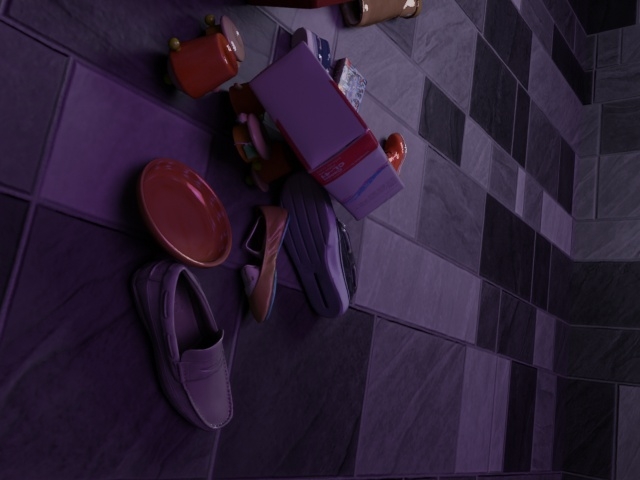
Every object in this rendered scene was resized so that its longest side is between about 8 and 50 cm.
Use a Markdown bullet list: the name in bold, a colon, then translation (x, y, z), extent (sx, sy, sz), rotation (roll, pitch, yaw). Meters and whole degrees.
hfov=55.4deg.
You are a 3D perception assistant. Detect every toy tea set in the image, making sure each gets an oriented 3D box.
- **toy tea set**: translation (-0.169, -0.230, 1.104), extent (0.200, 0.124, 0.335), rotation (-76, 145, -67)

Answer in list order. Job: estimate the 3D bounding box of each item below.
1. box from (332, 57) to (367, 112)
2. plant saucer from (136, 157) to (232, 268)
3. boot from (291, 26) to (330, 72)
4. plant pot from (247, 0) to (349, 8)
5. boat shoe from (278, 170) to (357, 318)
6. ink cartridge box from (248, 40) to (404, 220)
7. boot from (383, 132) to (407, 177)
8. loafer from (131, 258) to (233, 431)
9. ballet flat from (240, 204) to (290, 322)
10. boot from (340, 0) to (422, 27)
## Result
- **box**: translation (0.059, -0.343, 1.424), extent (0.094, 0.027, 0.136), rotation (36, 62, -43)
- **plant saucer**: translation (-0.226, -0.041, 1.002), extent (0.200, 0.037, 0.199), rotation (44, 30, -34)
- **boot**: translation (-0.013, -0.353, 1.302), extent (0.086, 0.069, 0.189), rotation (7, 82, -48)
- **plant pot**: translation (-0.028, -0.573, 1.149), extent (0.267, 0.267, 0.235), rotation (-32, 129, -39)
- **boat shoe**: translation (0.000, 0.000, 1.287), extent (0.119, 0.121, 0.334), rotation (-50, 135, -52)
- **ink cartridge box**: translation (0.022, -0.189, 1.143), extent (0.226, 0.131, 0.306), rotation (56, 6, 23)
- **boot**: translation (0.168, -0.207, 1.532), extent (0.085, 0.059, 0.157), rotation (23, 72, -43)
- **loafer**: translation (-0.210, 0.181, 1.002), extent (0.112, 0.112, 0.319), rotation (-39, 118, -44)
- **ballet flat**: translation (-0.117, 0.040, 1.172), extent (0.073, 0.080, 0.232), rotation (17, 70, -20)
- **boot**: translation (0.144, -0.651, 1.497), extent (0.270, 0.089, 0.236), rotation (-24, 101, -45)
